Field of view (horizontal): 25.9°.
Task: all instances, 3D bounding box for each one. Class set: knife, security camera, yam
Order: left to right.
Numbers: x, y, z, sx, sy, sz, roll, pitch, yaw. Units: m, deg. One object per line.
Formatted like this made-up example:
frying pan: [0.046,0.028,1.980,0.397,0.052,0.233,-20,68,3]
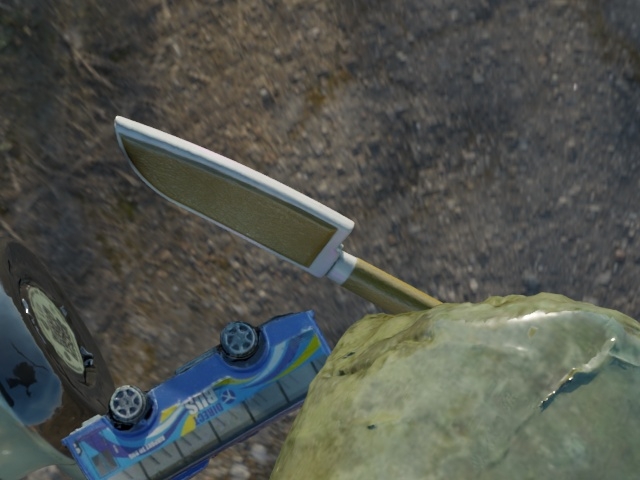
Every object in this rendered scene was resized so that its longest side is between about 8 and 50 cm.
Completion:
security camera: [-0.322,0.138,1.110,0.277,0.191,0.197,-31,52,4]
knife: [0.000,-0.001,0.758,0.256,0.046,0.022,29,46,-10]
yam: [0.052,0.165,0.563,0.195,0.195,0.300,23,72,13]

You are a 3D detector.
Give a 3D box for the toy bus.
toy bus: [-0.063,0.090,0.761,0.153,0.051,0.061,-30,83,-9]
